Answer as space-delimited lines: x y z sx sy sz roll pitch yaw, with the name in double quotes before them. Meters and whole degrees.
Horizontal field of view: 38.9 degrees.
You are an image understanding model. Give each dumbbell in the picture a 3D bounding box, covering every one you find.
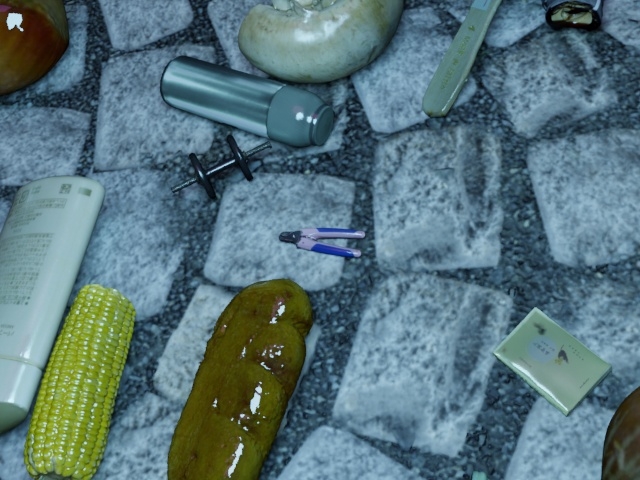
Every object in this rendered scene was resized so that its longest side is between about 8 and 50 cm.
"dumbbell" -0.134 -0.099 1.222 0.147 0.069 0.069 -26 60 -4

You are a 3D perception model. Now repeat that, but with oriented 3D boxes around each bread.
"bread" -0.094 0.202 1.042 0.124 0.084 0.344 -2 59 37

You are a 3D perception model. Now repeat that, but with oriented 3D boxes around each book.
"book" 0.264 0.137 1.038 0.077 0.014 0.111 -43 62 -13

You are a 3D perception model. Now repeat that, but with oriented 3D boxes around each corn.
"corn" -0.288 0.171 1.093 0.093 0.093 0.244 1 61 13

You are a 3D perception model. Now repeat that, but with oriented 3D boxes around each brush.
"brush" 0.223 -0.318 1.223 0.085 0.020 0.336 27 93 32

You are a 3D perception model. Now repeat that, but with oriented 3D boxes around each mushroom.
"mushroom" 0.017 -0.333 1.249 0.189 0.195 0.253 22 71 18

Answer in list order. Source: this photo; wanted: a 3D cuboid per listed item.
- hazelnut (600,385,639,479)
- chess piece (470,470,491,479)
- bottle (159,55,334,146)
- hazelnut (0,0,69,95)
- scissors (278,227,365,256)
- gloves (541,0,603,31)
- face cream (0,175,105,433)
"hazelnut" 0.379 0.225 0.873 0.181 0.181 0.212 -4 69 -12
"chess piece" 0.205 0.274 0.964 0.093 0.042 0.042 9 64 9
"bottle" -0.101 -0.195 1.268 0.254 0.079 0.096 20 29 23
"hazelnut" -0.478 -0.325 1.370 0.210 0.210 0.186 32 48 25
"scissors" 0.000 0.000 1.171 0.113 0.012 0.039 5 62 15
"gloves" 0.328 -0.409 1.272 0.119 0.142 0.285 1 66 -31
"face cream" -0.385 0.084 1.154 0.174 0.081 0.348 -10 56 37
